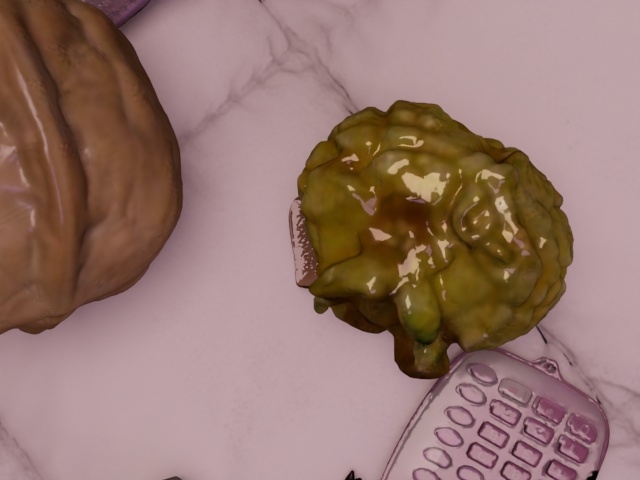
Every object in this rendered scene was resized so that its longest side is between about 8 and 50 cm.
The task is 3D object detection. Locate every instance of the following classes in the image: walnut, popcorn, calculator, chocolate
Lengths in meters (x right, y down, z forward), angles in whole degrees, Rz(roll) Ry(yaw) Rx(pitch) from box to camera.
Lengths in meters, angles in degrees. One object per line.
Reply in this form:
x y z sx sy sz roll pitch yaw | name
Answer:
-0.322 -0.085 1.110 0.381 0.381 0.381 -1 82 6 | walnut
0.107 -0.005 1.101 0.257 0.224 0.270 -15 95 8 | popcorn
0.165 0.249 1.152 0.194 0.043 0.294 29 83 10 | calculator
0.000 0.000 1.207 0.064 0.031 0.101 -12 81 11 | chocolate

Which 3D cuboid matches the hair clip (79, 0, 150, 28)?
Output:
-0.297 -0.260 1.259 0.358 0.110 0.096 -18 40 7 | hair clip

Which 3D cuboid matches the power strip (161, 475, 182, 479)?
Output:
-0.263 0.395 1.150 0.062 0.091 0.385 43 89 11 | power strip

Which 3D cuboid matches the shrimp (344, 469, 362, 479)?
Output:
-0.071 0.318 1.153 0.117 0.066 0.262 37 86 10 | shrimp
